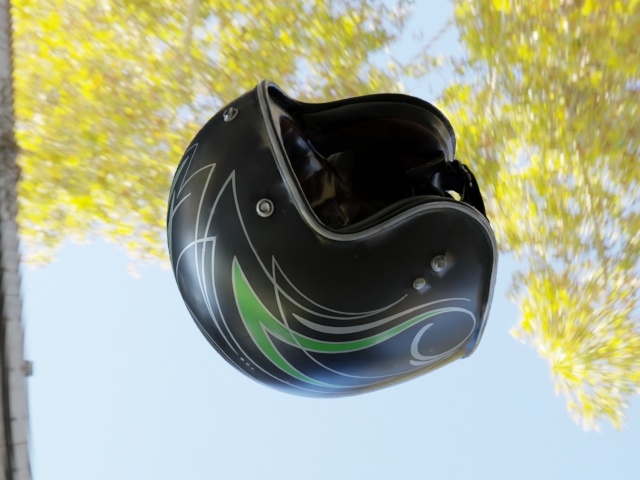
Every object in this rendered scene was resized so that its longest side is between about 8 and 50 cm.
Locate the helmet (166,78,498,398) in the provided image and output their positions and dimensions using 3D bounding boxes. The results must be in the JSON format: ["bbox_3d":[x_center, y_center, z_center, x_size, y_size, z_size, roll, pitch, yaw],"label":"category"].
[{"bbox_3d":[0.000,0.000,0.791,0.161,0.169,0.169,0,-95,-8],"label":"helmet"}]
